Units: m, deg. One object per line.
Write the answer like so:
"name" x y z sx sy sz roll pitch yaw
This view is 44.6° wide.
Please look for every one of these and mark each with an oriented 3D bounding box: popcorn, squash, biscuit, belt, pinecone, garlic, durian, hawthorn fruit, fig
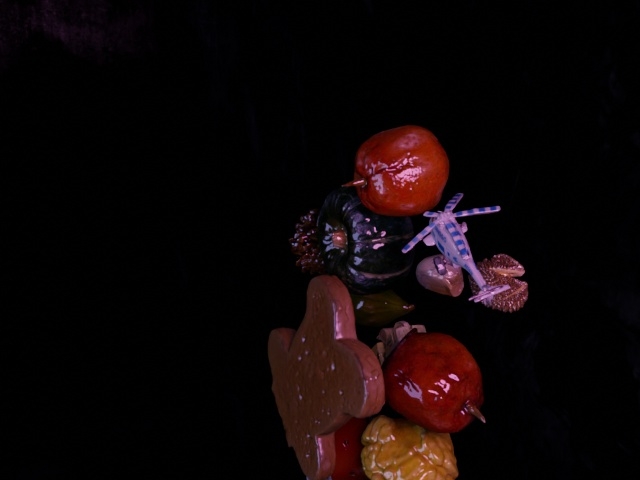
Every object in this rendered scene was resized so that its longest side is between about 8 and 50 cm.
"popcorn" 0.197 0.466 1.646 0.226 0.203 0.201 -13 64 43
"squash" 0.096 -0.008 1.666 0.252 0.165 0.252 47 144 50
"biscuit" 0.004 0.283 1.676 0.394 0.076 0.368 -63 37 41
"belt" 0.071 0.438 1.880 0.324 0.115 0.227 -90 -11 -66
"pinecone" 0.000 0.000 1.911 0.173 0.173 0.174 42 139 53
"garlic" 0.224 0.069 1.540 0.152 0.066 0.084 6 110 63
"durian" 0.300 0.074 1.374 0.140 0.071 0.111 -151 52 -66
"hawthorn fruit" 0.136 -0.128 1.475 0.179 0.200 0.179 171 90 -71
"hawthorn fruit" 0.232 0.278 1.509 0.251 0.189 0.190 21 121 47
"fig" 0.135 0.145 1.752 0.177 0.117 0.117 9 110 54

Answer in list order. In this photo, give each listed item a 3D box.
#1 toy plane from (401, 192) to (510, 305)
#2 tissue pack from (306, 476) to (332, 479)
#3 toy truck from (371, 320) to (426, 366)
"toy plane" 0.255 0.023 1.352 0.273 0.182 0.107 41 157 47
"tissue pack" 0.049 0.713 2.213 0.159 0.145 0.230 -61 -35 -75
"toy truck" 0.172 0.241 1.728 0.191 0.085 0.116 122 140 -54
